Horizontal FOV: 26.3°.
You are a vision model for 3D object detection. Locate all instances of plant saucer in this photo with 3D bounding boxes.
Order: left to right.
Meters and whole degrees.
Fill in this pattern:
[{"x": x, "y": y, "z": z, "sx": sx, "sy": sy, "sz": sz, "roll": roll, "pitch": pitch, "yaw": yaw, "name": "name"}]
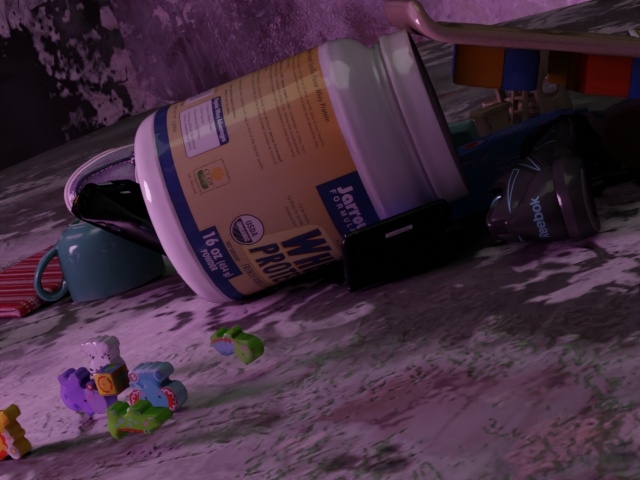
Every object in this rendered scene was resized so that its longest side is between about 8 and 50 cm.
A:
[{"x": 0.134, "y": -0.120, "z": 1.918, "sx": 0.192, "sy": 0.067, "sz": 0.018, "roll": -12, "pitch": 42, "yaw": 24, "name": "plant saucer"}]

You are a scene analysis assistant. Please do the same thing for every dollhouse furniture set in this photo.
[{"x": 0.260, "y": -0.223, "z": 2.098, "sx": 0.161, "sy": 0.101, "sz": 0.182, "roll": -22, "pitch": 13, "yaw": -24, "name": "dollhouse furniture set"}]

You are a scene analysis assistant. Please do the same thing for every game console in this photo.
[{"x": -0.141, "y": -0.032, "z": 1.786, "sx": 0.213, "sy": 0.044, "sz": 0.361, "roll": 22, "pitch": 16, "yaw": 24, "name": "game console"}, {"x": 0.069, "y": 0.002, "z": 1.425, "sx": 0.122, "sy": 0.107, "sz": 0.071, "roll": -21, "pitch": 41, "yaw": -15, "name": "game console"}]

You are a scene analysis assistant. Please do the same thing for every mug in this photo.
[{"x": -0.289, "y": 0.017, "z": 1.787, "sx": 0.129, "sy": 0.097, "sz": 0.158, "roll": -4, "pitch": 17, "yaw": 46, "name": "mug"}]

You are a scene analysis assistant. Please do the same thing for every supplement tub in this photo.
[{"x": -0.017, "y": -0.084, "z": 1.487, "sx": 0.316, "sy": 0.228, "sz": 0.228, "roll": -21, "pitch": 11, "yaw": 10, "name": "supplement tub"}]

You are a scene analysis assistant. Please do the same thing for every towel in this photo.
[{"x": -0.384, "y": 0.051, "z": 1.934, "sx": 0.199, "sy": 0.031, "sz": 0.275, "roll": -5, "pitch": 19, "yaw": 39, "name": "towel"}]

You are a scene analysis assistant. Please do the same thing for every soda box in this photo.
[{"x": 0.224, "y": -0.093, "z": 1.624, "sx": 0.210, "sy": 0.071, "sz": 0.067, "roll": -21, "pitch": 12, "yaw": -19, "name": "soda box"}]

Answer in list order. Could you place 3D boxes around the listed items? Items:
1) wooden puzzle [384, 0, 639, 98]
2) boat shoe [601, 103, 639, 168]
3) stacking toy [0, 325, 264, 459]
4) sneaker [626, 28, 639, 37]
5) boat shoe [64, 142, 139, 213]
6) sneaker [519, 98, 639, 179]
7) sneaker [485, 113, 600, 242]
[{"x": 0.249, "y": -0.205, "z": 1.532, "sx": 0.348, "sy": 0.080, "sz": 0.322, "roll": 8, "pitch": 10, "yaw": -4, "name": "wooden puzzle"}, {"x": 0.422, "y": -0.122, "z": 1.482, "sx": 0.223, "sy": 0.080, "sz": 0.073, "roll": -6, "pitch": 10, "yaw": 24, "name": "boat shoe"}, {"x": -0.176, "y": 0.136, "z": 1.214, "sx": 0.221, "sy": 0.052, "sz": 0.167, "roll": -7, "pitch": 17, "yaw": 33, "name": "stacking toy"}, {"x": 0.490, "y": -0.228, "z": 1.845, "sx": 0.121, "sy": 0.111, "sz": 0.300, "roll": -7, "pitch": 18, "yaw": 0, "name": "sneaker"}, {"x": -0.259, "y": -0.115, "z": 2.268, "sx": 0.340, "sy": 0.127, "sz": 0.158, "roll": -18, "pitch": 4, "yaw": -9, "name": "boat shoe"}, {"x": 0.345, "y": -0.120, "z": 1.582, "sx": 0.237, "sy": 0.085, "sz": 0.086, "roll": -17, "pitch": -10, "yaw": 0, "name": "sneaker"}, {"x": 0.226, "y": -0.062, "z": 1.418, "sx": 0.106, "sy": 0.101, "sz": 0.267, "roll": -17, "pitch": 11, "yaw": 14, "name": "sneaker"}]
